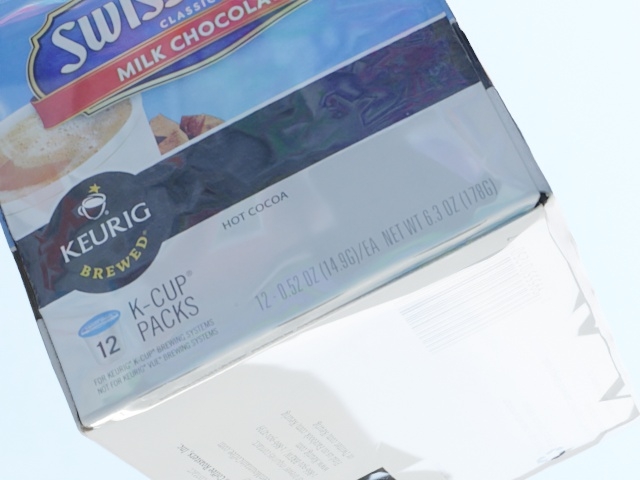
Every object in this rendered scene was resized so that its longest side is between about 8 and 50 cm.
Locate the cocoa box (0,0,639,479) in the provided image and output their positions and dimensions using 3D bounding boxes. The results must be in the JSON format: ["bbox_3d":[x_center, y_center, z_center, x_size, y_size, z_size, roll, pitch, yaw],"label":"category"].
[{"bbox_3d":[0.000,0.000,0.997,0.228,0.231,0.347,66,-174,26],"label":"cocoa box"}]
